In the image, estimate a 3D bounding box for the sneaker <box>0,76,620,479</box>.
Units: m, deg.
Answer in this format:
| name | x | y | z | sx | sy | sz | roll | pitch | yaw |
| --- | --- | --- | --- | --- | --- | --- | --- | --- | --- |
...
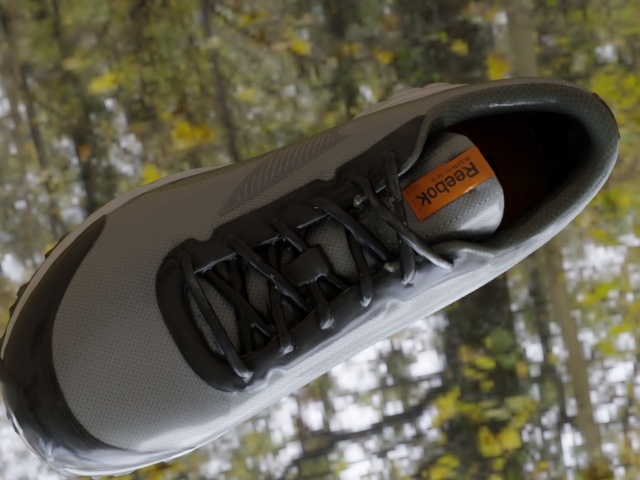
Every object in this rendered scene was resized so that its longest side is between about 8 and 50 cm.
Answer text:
| name | x | y | z | sx | sy | sz | roll | pitch | yaw |
| --- | --- | --- | --- | --- | --- | --- | --- | --- | --- |
| sneaker | 0.000 | -0.001 | 0.594 | 0.271 | 0.100 | 0.108 | -29 | -177 | -27 |
